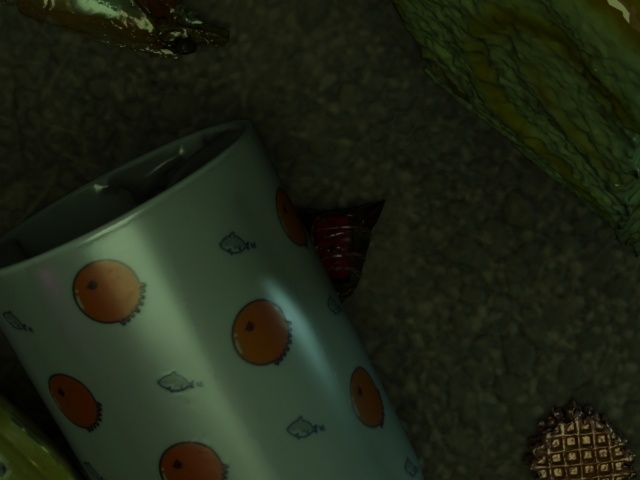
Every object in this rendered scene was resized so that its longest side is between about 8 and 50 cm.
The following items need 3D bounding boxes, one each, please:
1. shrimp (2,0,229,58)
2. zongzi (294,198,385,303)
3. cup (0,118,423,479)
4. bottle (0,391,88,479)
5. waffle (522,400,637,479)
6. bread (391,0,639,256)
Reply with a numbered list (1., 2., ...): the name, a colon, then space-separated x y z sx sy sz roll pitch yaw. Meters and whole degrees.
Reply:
1. shrimp: -0.148 -0.175 1.191 0.184 0.043 0.091 30 97 -6
2. zongzi: 0.000 0.000 1.237 0.073 0.067 0.083 17 83 7
3. cup: -0.070 0.106 1.168 0.212 0.212 0.317 -26 102 4
4. bottle: -0.318 0.256 1.142 0.171 0.171 0.351 43 68 -9
5. waffle: 0.192 0.162 1.279 0.083 0.029 0.075 44 95 -6
6. bread: 0.179 -0.173 1.083 0.264 0.395 0.239 41 80 15
